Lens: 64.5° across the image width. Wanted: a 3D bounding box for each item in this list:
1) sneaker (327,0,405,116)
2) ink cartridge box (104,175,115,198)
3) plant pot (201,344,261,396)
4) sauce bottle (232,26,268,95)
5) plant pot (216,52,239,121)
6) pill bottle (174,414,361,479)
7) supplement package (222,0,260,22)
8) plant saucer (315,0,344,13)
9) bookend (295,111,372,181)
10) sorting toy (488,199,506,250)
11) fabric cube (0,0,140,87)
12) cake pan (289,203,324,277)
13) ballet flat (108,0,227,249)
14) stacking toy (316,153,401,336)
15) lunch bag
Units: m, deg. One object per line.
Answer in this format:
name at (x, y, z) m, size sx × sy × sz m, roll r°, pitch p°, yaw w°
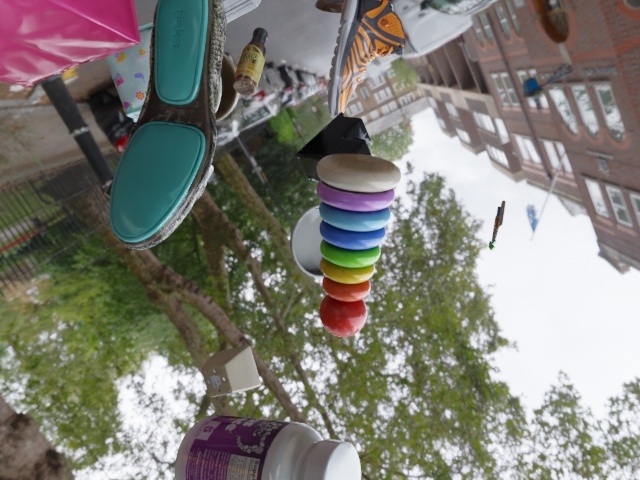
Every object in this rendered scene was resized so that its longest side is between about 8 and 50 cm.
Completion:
sneaker at (0.125, -0.477, 1.338) m, size 0.180 × 0.320 × 0.124 m, roll 10°, pitch -161°, yaw -8°
ink cartridge box at (-0.607, -0.188, 1.785) m, size 0.193 × 0.088 × 0.235 m, roll -58°, pitch 154°, yaw 0°
plant pot at (-0.230, 0.333, 1.260) m, size 0.109 × 0.108 × 0.096 m, roll -17°, pitch 178°, yaw 24°
sauce bottle at (-0.115, -0.304, 0.852) m, size 0.042 × 0.042 × 0.128 m, roll -15°, pitch -125°, yaw 39°
plant pot at (-0.361, -0.486, 1.585) m, size 0.238 × 0.237 × 0.109 m, roll -25°, pitch -168°, yaw 10°
pill bottle at (-0.091, 0.398, 0.879) m, size 0.302 × 0.169 × 0.169 m, roll -7°, pitch -156°, yaw 31°
supplement package at (-0.291, -0.774, 1.468) m, size 0.134 × 0.244 × 0.139 m, roll -23°, pitch -150°, yaw 12°
plant saucer at (0.067, -0.736, 1.557) m, size 0.169 × 0.029 × 0.168 m, roll 0°, pitch -139°, yaw 0°
bookend at (0.060, -0.191, 1.067) m, size 0.156 × 0.072 × 0.157 m, roll 19°, pitch -122°, yaw 45°
sorting toy at (0.317, -0.024, 0.915) m, size 0.012 × 0.062 × 0.083 m, roll 13°, pitch -117°, yaw 12°
fabric cube at (-0.457, -0.395, 0.707) m, size 0.259 × 0.253 × 0.258 m, roll -12°, pitch 180°, yaw 20°
cake pan at (0.000, 0.000, 2.010) m, size 0.293 × 0.293 × 0.054 m, roll -35°, pitch -156°, yaw -25°
ballet flat at (-0.246, -0.215, 0.922) m, size 0.164 × 0.481 × 0.182 m, roll 11°, pitch 178°, yaw 10°
stacking toy at (0.051, 0.020, 0.899) m, size 0.141 × 0.329 × 0.141 m, roll 4°, pitch -157°, yaw -2°
lunch bag at (-0.438, -0.476, 1.405) m, size 0.263 × 0.223 × 0.160 m, roll -21°, pitch -173°, yaw -8°
